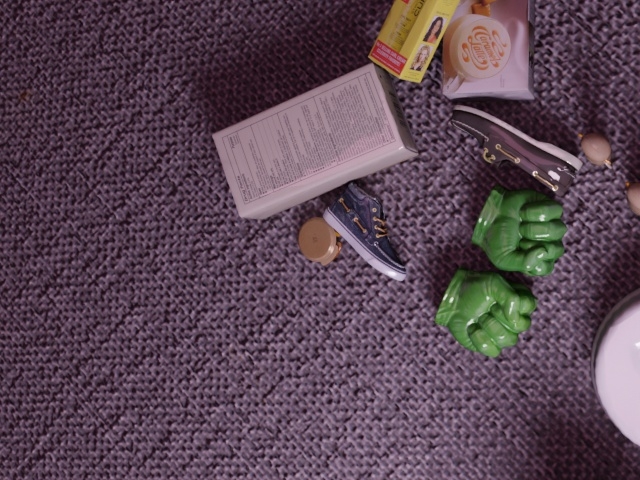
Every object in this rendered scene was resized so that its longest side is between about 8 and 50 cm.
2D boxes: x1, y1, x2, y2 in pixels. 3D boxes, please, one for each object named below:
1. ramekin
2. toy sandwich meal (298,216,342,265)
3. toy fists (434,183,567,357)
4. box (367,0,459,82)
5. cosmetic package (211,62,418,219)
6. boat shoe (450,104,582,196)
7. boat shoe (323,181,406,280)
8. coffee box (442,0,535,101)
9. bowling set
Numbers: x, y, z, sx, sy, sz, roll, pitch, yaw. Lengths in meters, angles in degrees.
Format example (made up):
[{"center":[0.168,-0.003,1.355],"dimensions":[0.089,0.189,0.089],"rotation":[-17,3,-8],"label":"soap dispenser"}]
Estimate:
[{"center":[0.544,0.196,1.542],"dimensions":[0.277,0.135,0.277],"rotation":[-1,88,18],"label":"ramekin"},{"center":[0.000,0.000,1.785],"dimensions":[0.086,0.029,0.085],"rotation":[0,90,32],"label":"toy sandwich meal"},{"center":[0.297,0.051,1.650],"dimensions":[0.142,0.096,0.279],"rotation":[25,95,16],"label":"toy fists"},{"center":[0.166,-0.375,1.631],"dimensions":[0.087,0.058,0.232],"rotation":[43,117,35],"label":"box"},{"center":[-0.009,-0.164,1.748],"dimensions":[0.310,0.113,0.160],"rotation":[-21,82,18],"label":"cosmetic package"},{"center":[0.305,-0.147,1.658],"dimensions":[0.228,0.081,0.068],"rotation":[28,93,14],"label":"boat shoe"},{"center":[0.091,-0.017,1.734],"dimensions":[0.183,0.065,0.083],"rotation":[43,106,17],"label":"boat shoe"},{"center":[0.275,-0.355,1.663],"dimensions":[0.141,0.098,0.246],"rotation":[2,89,19],"label":"coffee box"},{"center":[0.540,-0.103,1.540],"dimensions":[0.200,0.154,0.287],"rotation":[-43,77,13],"label":"bowling set"}]
